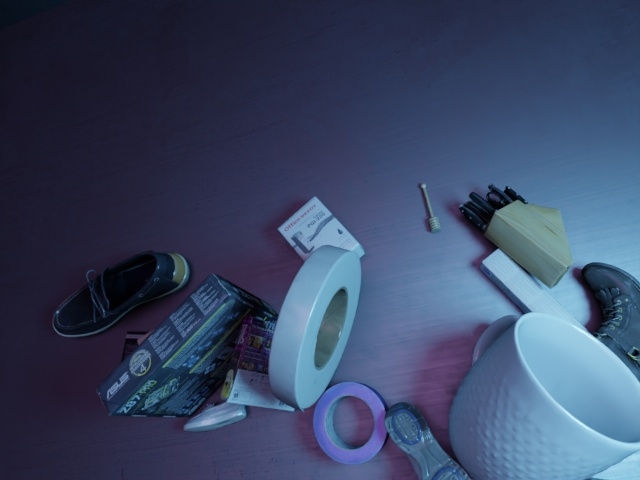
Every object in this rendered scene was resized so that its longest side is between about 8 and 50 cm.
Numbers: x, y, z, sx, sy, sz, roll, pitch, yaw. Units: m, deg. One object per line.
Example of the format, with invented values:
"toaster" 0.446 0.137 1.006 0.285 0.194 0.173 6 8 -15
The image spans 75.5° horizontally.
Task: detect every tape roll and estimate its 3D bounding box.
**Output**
"tape roll" -0.001 0.204 1.003 0.072 0.392 0.392 16 76 20
"tape roll" 0.081 0.460 1.055 0.189 0.080 0.189 -5 69 14

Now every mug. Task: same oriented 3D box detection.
"mug" 0.426 0.327 0.886 0.276 0.328 0.374 18 37 -9

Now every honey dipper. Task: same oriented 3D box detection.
"honey dipper" 0.322 -0.101 1.217 0.030 0.030 0.161 -13 64 12

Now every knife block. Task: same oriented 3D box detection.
"knife block" 0.483 -0.027 1.060 0.242 0.088 0.276 10 48 8

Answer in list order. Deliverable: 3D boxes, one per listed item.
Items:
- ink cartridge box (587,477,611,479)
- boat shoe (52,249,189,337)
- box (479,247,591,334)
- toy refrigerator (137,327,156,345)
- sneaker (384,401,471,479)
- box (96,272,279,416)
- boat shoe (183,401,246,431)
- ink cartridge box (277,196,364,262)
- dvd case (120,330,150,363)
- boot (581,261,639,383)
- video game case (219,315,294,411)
"ink cartridge box" 0.656 0.540 0.830 0.175 0.127 0.072 0 72 17
"boat shoe" -0.676 0.165 1.344 0.500 0.156 0.187 -24 68 8
"box" 0.543 0.159 1.037 0.067 0.063 0.324 -39 65 -2
"toy refrigerator" -0.391 0.273 1.238 0.269 0.102 0.094 -30 68 -1
"sneaker" 0.260 0.514 0.940 0.111 0.129 0.297 -30 53 1
"box" -0.321 0.296 1.101 0.395 0.318 0.097 -46 63 -2
"boat shoe" -0.300 0.489 1.167 0.184 0.066 0.063 -22 52 10
"ink cartridge box" 0.000 0.000 1.239 0.158 0.092 0.218 -41 63 -1
"dvd case" -0.556 0.398 1.297 0.164 0.018 0.221 -2 71 15
"boot" 0.654 0.189 0.928 0.229 0.091 0.263 -25 64 -25
"video game case" -0.132 0.328 1.087 0.042 0.232 0.210 0 69 45
